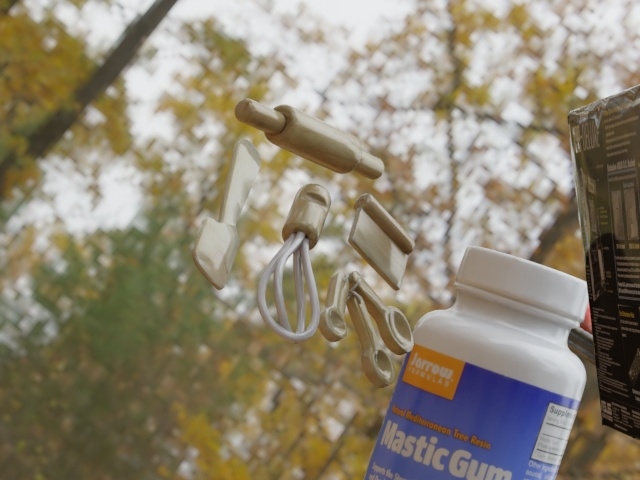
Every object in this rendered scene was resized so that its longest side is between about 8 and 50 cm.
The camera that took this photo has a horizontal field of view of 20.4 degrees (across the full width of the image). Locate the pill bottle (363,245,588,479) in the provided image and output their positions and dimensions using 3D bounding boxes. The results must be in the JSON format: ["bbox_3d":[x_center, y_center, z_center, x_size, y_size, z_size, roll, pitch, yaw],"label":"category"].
[{"bbox_3d":[0.132,0.148,1.490,0.152,0.272,0.152,18,-1,0],"label":"pill bottle"}]

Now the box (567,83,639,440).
[{"bbox_3d":[0.241,0.017,1.192,0.077,0.242,0.307,-6,-1,-3],"label":"box"}]

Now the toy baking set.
[{"bbox_3d":[0.000,-0.006,1.218,0.030,0.196,0.256,-27,-33,28],"label":"toy baking set"}]

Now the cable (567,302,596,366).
[{"bbox_3d":[0.298,0.103,1.753,0.139,0.072,0.287,22,6,-11],"label":"cable"}]
